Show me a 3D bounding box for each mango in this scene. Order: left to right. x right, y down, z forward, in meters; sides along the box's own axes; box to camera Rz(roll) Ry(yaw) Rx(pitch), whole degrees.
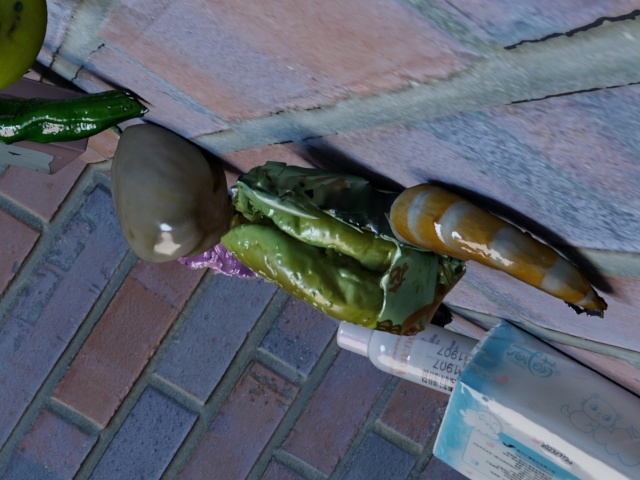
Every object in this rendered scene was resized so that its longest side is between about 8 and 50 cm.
[{"bbox_3d":[-0.323,-0.208,1.116,0.175,0.143,0.293,37,-178,-31],"label":"mango"}]

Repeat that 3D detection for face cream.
[{"bbox_3d":[0.150,0.150,1.679,0.269,0.082,0.082,17,170,16],"label":"face cream"}]

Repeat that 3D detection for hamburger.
[{"bbox_3d":[-0.001,-0.002,1.173,0.214,0.125,0.235,18,-178,28],"label":"hamburger"}]

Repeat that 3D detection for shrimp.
[{"bbox_3d":[0.139,0.009,1.004,0.166,0.049,0.161,26,177,-33],"label":"shrimp"}]

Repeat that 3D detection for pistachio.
[{"bbox_3d":[-0.194,-0.062,1.671,0.137,0.153,0.238,50,-170,-43],"label":"pistachio"}]

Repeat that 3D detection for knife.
[{"bbox_3d":[-0.318,-0.173,1.987,0.030,0.014,0.207,32,176,6],"label":"knife"}]

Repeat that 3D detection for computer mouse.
[{"bbox_3d":[0.133,0.099,1.751,0.079,0.047,0.135,30,172,8],"label":"computer mouse"}]

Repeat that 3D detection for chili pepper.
[{"bbox_3d":[-0.307,-0.145,1.561,0.224,0.061,0.098,-1,-176,7],"label":"chili pepper"}]

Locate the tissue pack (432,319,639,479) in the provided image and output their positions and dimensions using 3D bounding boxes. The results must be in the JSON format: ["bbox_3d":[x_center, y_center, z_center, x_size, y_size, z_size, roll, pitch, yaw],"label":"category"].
[{"bbox_3d":[0.276,0.231,1.497,0.271,0.124,0.201,31,149,17],"label":"tissue pack"}]

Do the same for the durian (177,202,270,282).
[{"bbox_3d":[-0.179,-0.033,2.021,0.341,0.112,0.191,12,151,50],"label":"durian"}]

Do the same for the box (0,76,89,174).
[{"bbox_3d":[-0.446,-0.170,1.845,0.215,0.086,0.215,13,168,-22],"label":"box"}]

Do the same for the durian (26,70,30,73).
[{"bbox_3d":[-0.511,-0.253,1.867,0.215,0.086,0.100,12,-171,-18],"label":"durian"}]
